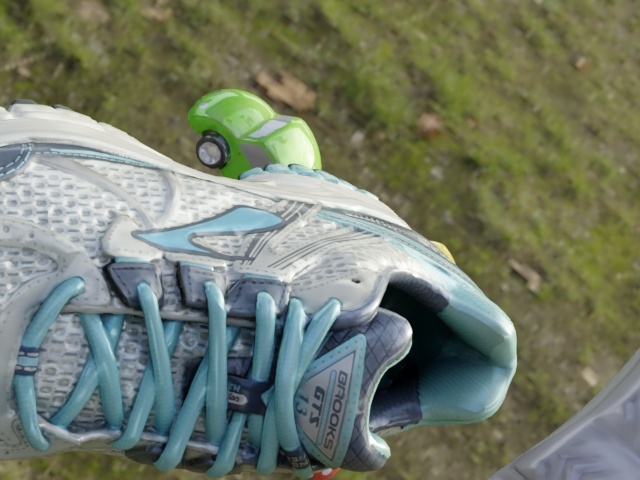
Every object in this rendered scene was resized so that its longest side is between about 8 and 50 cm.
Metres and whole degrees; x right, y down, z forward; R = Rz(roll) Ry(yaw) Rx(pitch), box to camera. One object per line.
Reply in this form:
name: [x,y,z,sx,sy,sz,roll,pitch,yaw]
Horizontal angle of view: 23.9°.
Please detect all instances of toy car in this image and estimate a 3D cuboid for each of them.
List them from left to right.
toy car: [0.000,0.000,0.918,0.225,0.053,0.239,58,35,-5]

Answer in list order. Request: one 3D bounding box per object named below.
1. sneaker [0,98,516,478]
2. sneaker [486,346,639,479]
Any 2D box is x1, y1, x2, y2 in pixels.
sneaker: [-0.036,0.025,0.493,0.122,0.110,0.283,29,21,37]
sneaker: [0.138,0.066,0.424,0.124,0.321,0.180,51,-4,26]
